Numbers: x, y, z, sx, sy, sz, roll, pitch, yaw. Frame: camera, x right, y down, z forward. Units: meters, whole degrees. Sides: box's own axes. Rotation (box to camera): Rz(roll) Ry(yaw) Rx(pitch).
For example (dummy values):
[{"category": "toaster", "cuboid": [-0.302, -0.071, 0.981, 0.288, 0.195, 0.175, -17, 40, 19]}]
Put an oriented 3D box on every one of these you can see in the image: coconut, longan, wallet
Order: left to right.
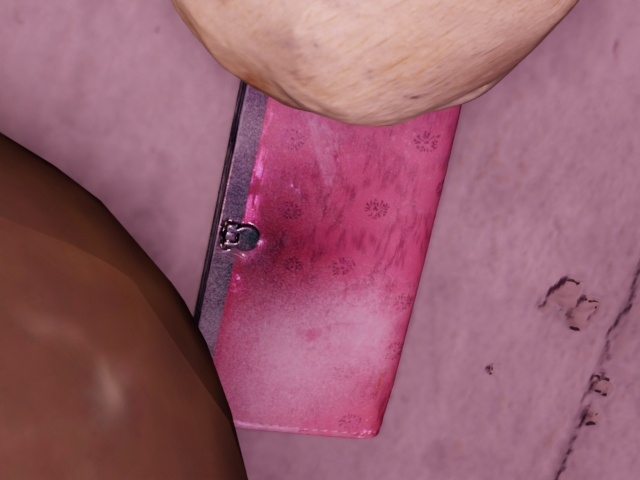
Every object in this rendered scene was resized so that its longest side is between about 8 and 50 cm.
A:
[{"category": "longan", "cuboid": [-0.210, 0.113, 0.765, 0.404, 0.404, 0.336, 50, 60, -24]}, {"category": "wallet", "cuboid": [0.000, 0.000, 0.925, 0.119, 0.025, 0.232, 7, 112, -14]}, {"category": "coconut", "cuboid": [0.034, -0.161, 0.772, 0.224, 0.224, 0.224, -4, 113, -9]}]
